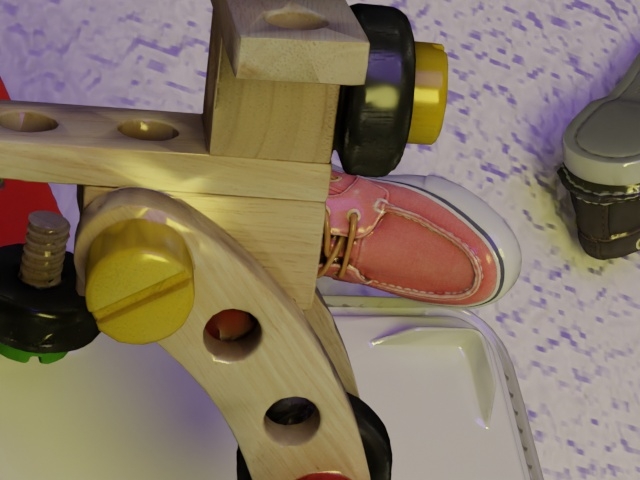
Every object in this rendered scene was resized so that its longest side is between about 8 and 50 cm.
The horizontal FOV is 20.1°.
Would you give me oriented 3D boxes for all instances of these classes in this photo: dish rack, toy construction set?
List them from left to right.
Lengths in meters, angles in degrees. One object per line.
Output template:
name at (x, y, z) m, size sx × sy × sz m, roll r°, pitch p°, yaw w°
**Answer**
toy construction set at (-0.089, -0.001, 0.575) m, size 0.257 × 0.237 × 0.309 m, roll 21°, pitch 27°, yaw 11°
dish rack at (-0.026, 0.140, 0.787) m, size 0.333 × 0.072 × 0.285 m, roll 2°, pitch 62°, yaw -25°

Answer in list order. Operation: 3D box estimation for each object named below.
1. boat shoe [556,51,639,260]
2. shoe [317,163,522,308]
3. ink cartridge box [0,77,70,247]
boat shoe at (0.208, -0.065, 1.035) m, size 0.081 × 0.069 × 0.228 m, roll 18°, pitch 37°, yaw 34°
shoe at (0.000, 0.000, 0.844) m, size 0.178 × 0.063 × 0.081 m, roll 21°, pitch 32°, yaw 28°
ink cartridge box at (-0.261, -0.101, 0.817) m, size 0.239 × 0.060 × 0.275 m, roll -15°, pitch 69°, yaw -32°
